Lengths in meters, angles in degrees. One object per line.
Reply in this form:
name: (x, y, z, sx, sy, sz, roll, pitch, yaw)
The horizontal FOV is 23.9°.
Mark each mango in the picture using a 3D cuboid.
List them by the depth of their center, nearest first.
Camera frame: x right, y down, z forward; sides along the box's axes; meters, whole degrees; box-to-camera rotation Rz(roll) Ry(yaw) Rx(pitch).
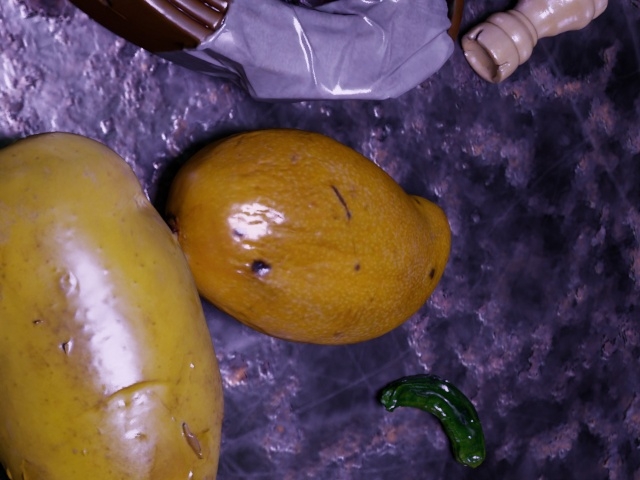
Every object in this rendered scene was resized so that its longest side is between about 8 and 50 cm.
mango: (0.002, 0.000, 1.138, 0.262, 0.109, 0.157, 9, 85, -33)

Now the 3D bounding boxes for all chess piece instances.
chess piece: (0.175, -0.185, 1.260, 0.122, 0.066, 0.066, -37, 111, -17)

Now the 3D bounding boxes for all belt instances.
belt: (-0.052, -0.219, 1.082, 0.339, 0.122, 0.217, 25, 79, -30)

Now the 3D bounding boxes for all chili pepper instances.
chili pepper: (0.101, 0.141, 1.253, 0.118, 0.035, 0.055, 38, 57, -32)

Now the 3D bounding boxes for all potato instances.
potato: (-0.158, 0.074, 1.029, 0.173, 0.140, 0.300, -22, 99, -21)
